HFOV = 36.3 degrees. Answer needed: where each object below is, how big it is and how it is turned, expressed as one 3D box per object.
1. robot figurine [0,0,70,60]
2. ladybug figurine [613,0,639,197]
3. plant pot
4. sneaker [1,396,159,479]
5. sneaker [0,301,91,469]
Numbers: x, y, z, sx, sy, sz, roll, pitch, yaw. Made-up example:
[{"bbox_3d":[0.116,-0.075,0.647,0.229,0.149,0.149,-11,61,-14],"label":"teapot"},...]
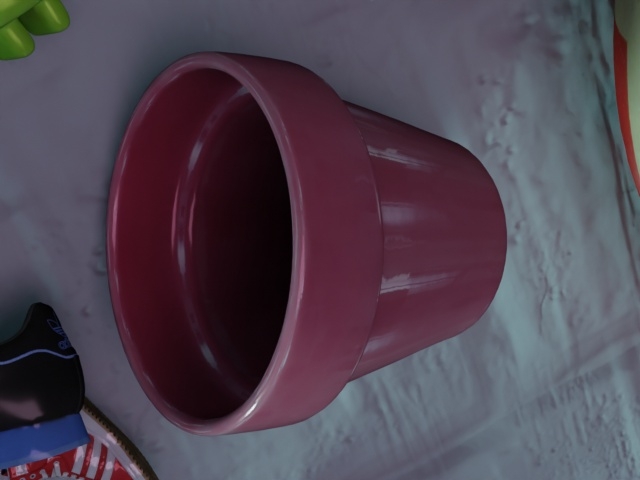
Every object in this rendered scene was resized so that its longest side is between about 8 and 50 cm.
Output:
[{"bbox_3d":[-0.178,-0.148,0.495,0.101,0.067,0.115,-43,119,-24],"label":"robot figurine"},{"bbox_3d":[0.335,-0.094,0.672,0.305,0.162,0.449,-31,117,-9],"label":"ladybug figurine"},{"bbox_3d":[0.000,0.000,0.563,0.180,0.201,0.201,-2,110,-38],"label":"plant pot"},{"bbox_3d":[-0.156,0.143,0.621,0.067,0.042,0.118,-42,111,-9],"label":"sneaker"},{"bbox_3d":[-0.251,0.099,0.554,0.232,0.081,0.090,-12,83,-8],"label":"sneaker"}]
